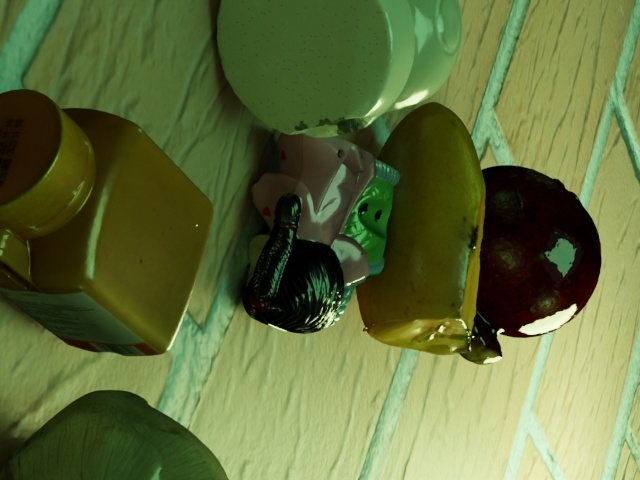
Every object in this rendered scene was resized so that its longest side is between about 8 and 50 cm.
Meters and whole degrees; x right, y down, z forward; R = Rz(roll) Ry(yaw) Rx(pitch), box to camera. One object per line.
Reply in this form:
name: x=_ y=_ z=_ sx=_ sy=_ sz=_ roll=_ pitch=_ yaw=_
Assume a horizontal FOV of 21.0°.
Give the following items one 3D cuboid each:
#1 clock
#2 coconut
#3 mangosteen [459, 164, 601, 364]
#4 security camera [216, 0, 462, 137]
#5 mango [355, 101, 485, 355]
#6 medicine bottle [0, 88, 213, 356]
clock: x=0.000 y=0.000 z=1.711 sx=0.194 sy=0.100 sz=0.196 roll=28 pitch=76 yaw=-61
coconut: x=-0.160 y=0.223 z=1.320 sx=0.224 sy=0.224 sz=0.224 roll=-13 pitch=104 yaw=-62
mangosteen: x=0.208 y=0.037 z=2.030 sx=0.257 sy=0.215 sz=0.215 roll=-49 pitch=143 yaw=-8
security camera: x=0.032 y=-0.208 z=1.650 sx=0.236 sy=0.194 sz=0.195 roll=-31 pitch=121 yaw=-61
mango: x=0.108 y=-0.019 z=1.852 sx=0.187 sy=0.138 sz=0.257 roll=107 pitch=-15 yaw=-68
medicine bottle: x=-0.186 y=-0.018 z=1.325 sx=0.222 sy=0.112 sz=0.149 roll=49 pitch=51 yaw=-54
